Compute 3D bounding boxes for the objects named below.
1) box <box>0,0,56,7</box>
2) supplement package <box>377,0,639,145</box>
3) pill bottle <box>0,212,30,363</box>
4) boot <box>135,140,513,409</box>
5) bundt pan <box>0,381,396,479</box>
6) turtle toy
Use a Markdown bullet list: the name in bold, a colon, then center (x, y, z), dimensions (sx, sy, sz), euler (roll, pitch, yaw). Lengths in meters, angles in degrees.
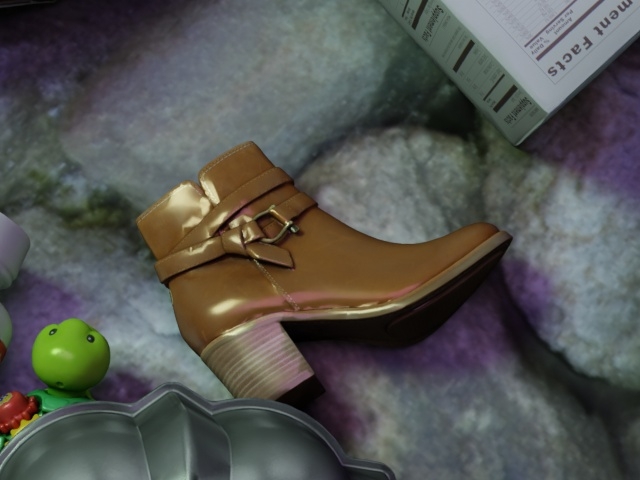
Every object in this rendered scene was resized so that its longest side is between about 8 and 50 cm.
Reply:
- **box**: center (-0.303, -0.323, 0.914), dimensions (0.191, 0.143, 0.381), euler (-14, 68, -36)
- **supplement package**: center (0.090, -0.195, 0.870), dimensions (0.139, 0.134, 0.244), euler (-42, 88, -3)
- **pill bottle**: center (-0.238, 0.069, 0.812), dimensions (0.108, 0.108, 0.193), euler (20, 70, 7)
- **boot**: center (0.000, 0.000, 0.865), dimensions (0.197, 0.073, 0.152), euler (-28, 68, -14)
- **bundt pan**: center (-0.065, 0.230, 0.698), dimensions (0.331, 0.124, 0.331), euler (1, 82, -10)
- **turtle toy**: center (-0.149, 0.109, 0.820), dimensions (0.095, 0.066, 0.130), euler (9, 69, 2)
